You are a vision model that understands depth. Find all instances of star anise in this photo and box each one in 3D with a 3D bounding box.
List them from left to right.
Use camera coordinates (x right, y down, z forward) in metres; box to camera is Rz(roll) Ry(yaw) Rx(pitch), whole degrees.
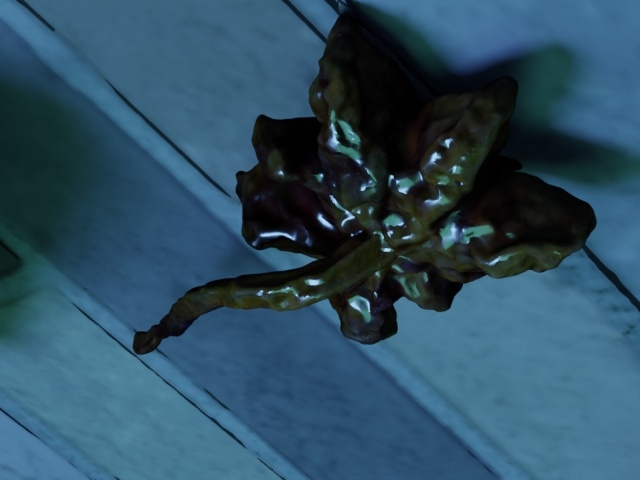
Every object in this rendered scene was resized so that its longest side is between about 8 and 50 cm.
[{"bbox_3d":[0.000,0.000,0.589,0.097,0.070,0.190,34,144,-20],"label":"star anise"}]
